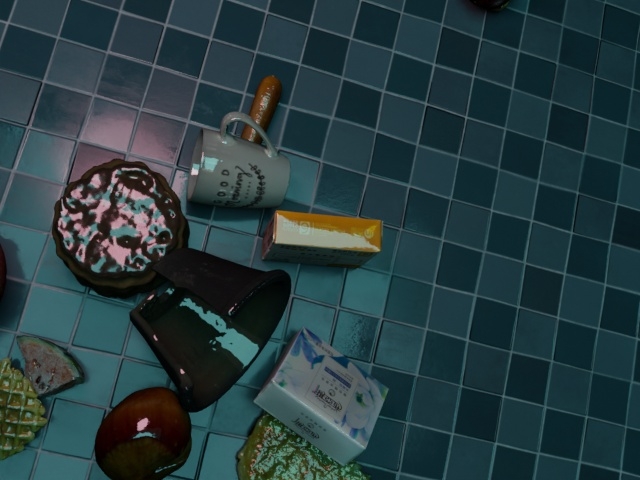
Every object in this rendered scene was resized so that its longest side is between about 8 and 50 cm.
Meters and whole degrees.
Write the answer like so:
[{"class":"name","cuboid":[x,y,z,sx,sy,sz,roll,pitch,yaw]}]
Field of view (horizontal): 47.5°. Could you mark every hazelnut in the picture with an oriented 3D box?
[{"class":"hazelnut","cuboid":[-0.404,0.447,1.648,0.217,0.251,0.217,16,38,-12]}]

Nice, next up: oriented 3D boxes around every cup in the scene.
[{"class":"cup","cuboid":[-0.192,-0.196,1.809,0.234,0.258,0.186,8,39,-17]}]

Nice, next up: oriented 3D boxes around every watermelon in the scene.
[{"class":"watermelon","cuboid":[-0.642,0.303,1.714,0.187,0.071,0.139,31,94,9]}]

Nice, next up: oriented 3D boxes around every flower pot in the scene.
[{"class":"flower pot","cuboid":[-0.268,0.172,1.684,0.251,0.379,0.379,32,74,17]}]

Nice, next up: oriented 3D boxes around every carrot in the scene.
[{"class":"carrot","cuboid":[-0.157,-0.338,1.932,0.067,0.067,0.225,21,78,-8]}]

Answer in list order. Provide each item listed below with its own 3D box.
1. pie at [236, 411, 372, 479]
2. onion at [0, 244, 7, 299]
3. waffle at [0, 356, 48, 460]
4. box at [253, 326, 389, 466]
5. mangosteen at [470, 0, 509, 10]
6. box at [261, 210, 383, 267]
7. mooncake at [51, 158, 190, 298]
[{"class":"pie","cuboid":[-0.041,0.584,1.782,0.296,0.078,0.371,-39,88,-16]},{"class":"onion","cuboid":[-0.856,0.052,1.571,0.353,0.353,0.354,2,79,-12]},{"class":"waffle","cuboid":[-0.744,0.394,1.664,0.208,0.054,0.214,-34,92,-1]},{"class":"box","cuboid":[0.006,0.374,1.765,0.274,0.116,0.203,37,41,-3]},{"class":"mangosteen","cuboid":[0.521,-0.758,2.101,0.217,0.192,0.192,10,77,-31]},{"class":"box","cuboid":[0.000,0.000,1.824,0.273,0.221,0.091,4,77,-10]},{"class":"mooncake","cuboid":[-0.474,-0.025,1.744,0.324,0.187,0.324,2,77,-10]}]
